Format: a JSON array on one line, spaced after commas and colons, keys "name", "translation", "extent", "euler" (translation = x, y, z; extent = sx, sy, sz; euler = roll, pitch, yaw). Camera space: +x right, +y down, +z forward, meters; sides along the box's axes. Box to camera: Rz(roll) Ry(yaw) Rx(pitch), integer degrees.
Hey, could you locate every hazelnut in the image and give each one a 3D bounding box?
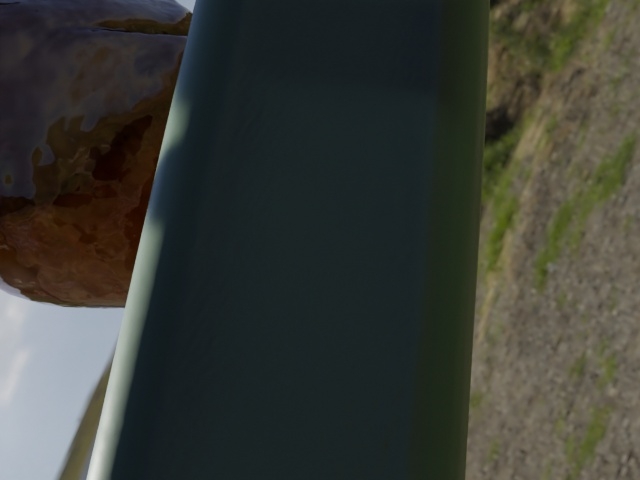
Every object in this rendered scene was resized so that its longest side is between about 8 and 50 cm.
[{"name": "hazelnut", "translation": [-0.231, -0.089, 1.164], "extent": [0.315, 0.372, 0.372], "euler": [-39, -8, -14]}]

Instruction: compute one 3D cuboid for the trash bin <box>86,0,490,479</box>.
[{"name": "trash bin", "translation": [0.000, 0.000, 0.629], "extent": [0.223, 0.158, 0.344], "euler": [99, 180, -73]}]
